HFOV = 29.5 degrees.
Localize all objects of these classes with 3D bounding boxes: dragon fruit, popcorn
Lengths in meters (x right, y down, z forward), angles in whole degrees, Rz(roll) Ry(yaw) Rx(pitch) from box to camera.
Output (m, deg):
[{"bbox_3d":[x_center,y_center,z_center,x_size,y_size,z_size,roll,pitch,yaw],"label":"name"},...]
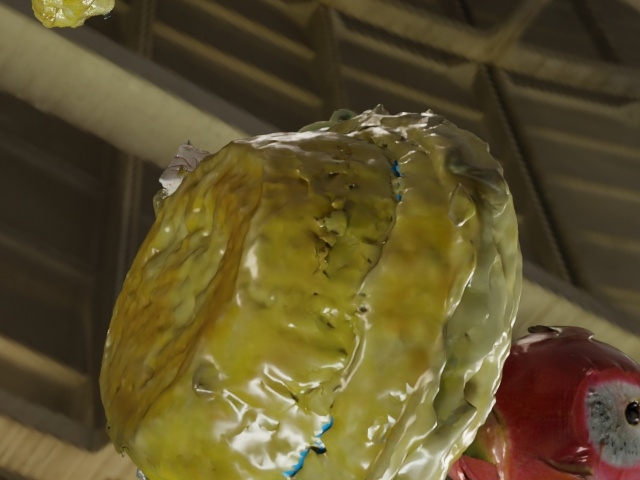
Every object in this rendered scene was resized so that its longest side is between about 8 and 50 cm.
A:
[{"bbox_3d":[0.239,0.192,1.235,0.224,0.224,0.227,27,167,-21],"label":"dragon fruit"},{"bbox_3d":[-0.252,-0.258,1.220,0.084,0.084,0.084,29,-152,-17],"label":"popcorn"}]

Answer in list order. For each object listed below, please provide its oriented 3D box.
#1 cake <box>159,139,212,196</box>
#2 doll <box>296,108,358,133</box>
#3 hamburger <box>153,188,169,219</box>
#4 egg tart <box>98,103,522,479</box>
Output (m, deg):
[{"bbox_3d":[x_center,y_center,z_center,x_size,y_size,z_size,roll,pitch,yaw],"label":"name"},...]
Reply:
[{"bbox_3d":[-0.110,-0.060,1.291,0.121,0.065,0.052,18,148,40],"label":"cake"},{"bbox_3d":[0.002,-0.007,1.091,0.141,0.117,0.296,11,-119,-3],"label":"doll"},{"bbox_3d":[-0.115,0.027,1.570,0.167,0.192,0.288,-12,-108,-8],"label":"hamburger"},{"bbox_3d":[-0.033,0.058,0.838,0.169,0.388,0.388,28,-152,-29],"label":"egg tart"}]
